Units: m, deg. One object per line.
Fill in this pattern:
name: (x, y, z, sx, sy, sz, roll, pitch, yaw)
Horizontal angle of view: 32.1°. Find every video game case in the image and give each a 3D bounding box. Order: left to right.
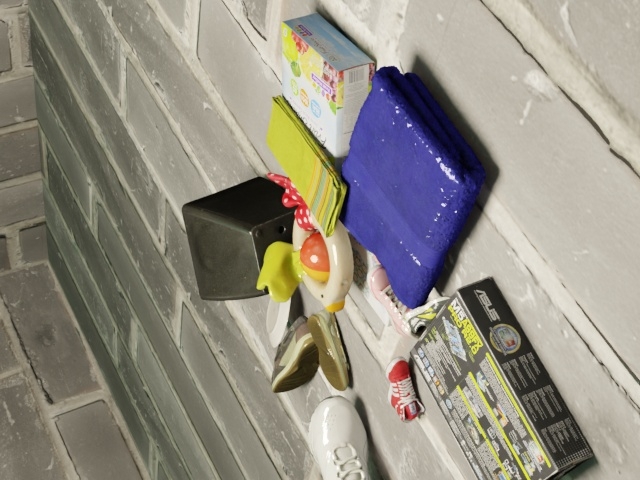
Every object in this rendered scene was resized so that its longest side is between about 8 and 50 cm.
video game case: (0.081, 0.037, 1.777, 0.157, 0.019, 0.143, 54, 151, 36)

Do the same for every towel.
towel: (-0.029, -0.116, 1.708, 0.237, 0.021, 0.102, 57, 144, 38)
towel: (0.123, -0.072, 1.551, 0.227, 0.076, 0.308, 54, 151, 24)

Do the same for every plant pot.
plant pot: (-0.112, 0.005, 2.000, 0.167, 0.187, 0.188, 11, 118, 49)

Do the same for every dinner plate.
dinner plate: (-0.083, 0.135, 2.136, 0.141, 0.017, 0.141, -169, 90, -74)

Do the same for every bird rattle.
bird rattle: (0.000, 0.000, 1.820, 0.207, 0.143, 0.253, 49, 134, 42)

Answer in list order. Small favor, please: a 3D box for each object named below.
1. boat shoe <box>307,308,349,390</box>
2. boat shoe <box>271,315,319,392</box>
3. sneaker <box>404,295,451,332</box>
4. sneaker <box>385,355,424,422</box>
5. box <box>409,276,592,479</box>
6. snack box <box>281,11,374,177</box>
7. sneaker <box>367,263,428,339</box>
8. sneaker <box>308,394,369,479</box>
boat shoe: (0.024, 0.197, 2.001, 0.056, 0.048, 0.153, -7, 107, 54)
boat shoe: (-0.047, 0.218, 2.128, 0.073, 0.080, 0.223, 67, 152, 26)
sneaker: (0.162, 0.107, 1.596, 0.083, 0.031, 0.035, -29, 68, 28)
sneaker: (0.135, 0.242, 1.775, 0.118, 0.042, 0.067, 84, 159, -44)
box: (0.236, 0.216, 1.515, 0.270, 0.060, 0.216, 62, 154, 21)
snack box: (0.008, -0.213, 1.695, 0.174, 0.070, 0.207, 49, 149, 43)
sneaker: (0.123, 0.095, 1.668, 0.070, 0.051, 0.134, 26, 149, 57)
sneaker: (0.051, 0.420, 1.962, 0.129, 0.111, 0.297, -178, 79, -77)
